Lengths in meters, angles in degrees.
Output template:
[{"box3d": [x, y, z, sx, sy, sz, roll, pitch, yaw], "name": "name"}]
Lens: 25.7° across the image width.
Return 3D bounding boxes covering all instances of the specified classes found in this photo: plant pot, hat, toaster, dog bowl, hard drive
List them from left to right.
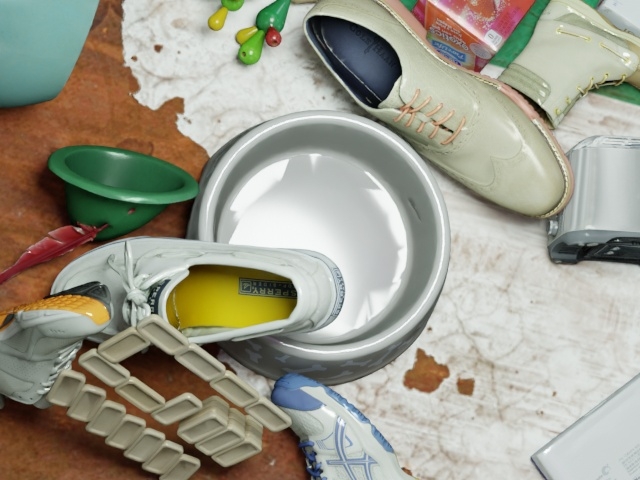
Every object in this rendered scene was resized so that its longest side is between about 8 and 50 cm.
[{"box3d": [-0.386, -0.287, 1.620, 0.235, 0.293, 0.293, 20, 75, -19], "name": "plant pot"}, {"box3d": [-0.263, -0.004, 1.693, 0.208, 0.173, 0.183, 18, 109, 14], "name": "hat"}, {"box3d": [0.000, 0.000, 1.714, 0.349, 0.102, 0.349, 2, 78, -9], "name": "dog bowl"}, {"box3d": [0.396, -0.047, 1.779, 0.227, 0.129, 0.146, 4, 76, -7], "name": "toaster"}, {"box3d": [0.437, 0.340, 1.751, 0.210, 0.040, 0.318, -34, 86, -15], "name": "hard drive"}]

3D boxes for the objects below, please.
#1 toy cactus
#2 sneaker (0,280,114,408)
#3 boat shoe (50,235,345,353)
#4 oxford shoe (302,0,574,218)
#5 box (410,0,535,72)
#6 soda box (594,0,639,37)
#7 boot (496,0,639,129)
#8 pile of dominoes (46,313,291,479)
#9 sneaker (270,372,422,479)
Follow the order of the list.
[{"box3d": [-0.064, -0.334, 1.781, 0.180, 0.112, 0.219, -2, 70, -20], "name": "toy cactus"}, {"box3d": [-0.303, 0.124, 1.577, 0.099, 0.262, 0.121, -23, 94, -42], "name": "sneaker"}, {"box3d": [-0.167, 0.067, 1.565, 0.367, 0.156, 0.136, 2, 93, 23], "name": "boat shoe"}, {"box3d": [0.133, -0.155, 1.721, 0.397, 0.146, 0.140, 39, 119, 9], "name": "oxford shoe"}, {"box3d": [0.231, -0.349, 1.812, 0.122, 0.128, 0.257, 37, 75, 0], "name": "box"}, {"box3d": [0.467, -0.266, 1.864, 0.216, 0.074, 0.069, 34, 75, -1], "name": "soda box"}, {"box3d": [0.351, -0.203, 1.830, 0.213, 0.077, 0.165, 35, 74, 4], "name": "boot"}, {"box3d": [-0.172, 0.176, 1.577, 0.251, 0.196, 0.040, 43, 32, -34], "name": "pile of dominoes"}, {"box3d": [0.033, 0.290, 1.655, 0.131, 0.112, 0.296, -44, 88, -15], "name": "sneaker"}]
